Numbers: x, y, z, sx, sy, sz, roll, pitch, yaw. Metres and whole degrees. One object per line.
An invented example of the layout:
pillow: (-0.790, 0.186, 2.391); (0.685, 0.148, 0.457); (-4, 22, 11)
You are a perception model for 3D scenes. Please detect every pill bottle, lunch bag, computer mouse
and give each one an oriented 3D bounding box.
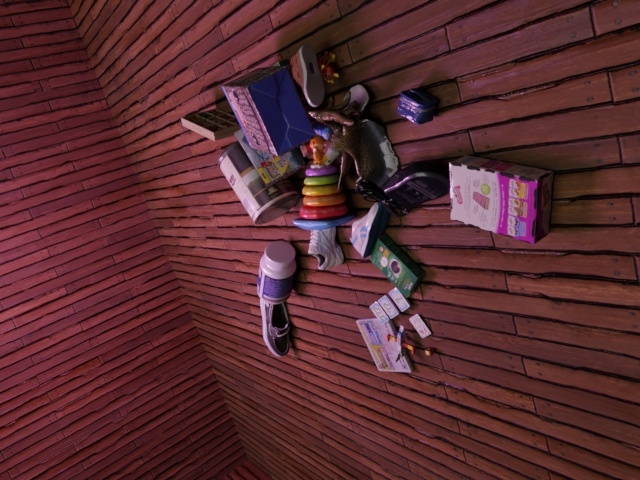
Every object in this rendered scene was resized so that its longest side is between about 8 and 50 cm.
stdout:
pill bottle: (-0.182, 0.134, 2.206); (0.153, 0.153, 0.264); (46, 144, 27)
lunch bag: (0.242, -0.346, 1.328); (0.098, 0.067, 0.065); (42, 142, 33)
computer mouse: (0.240, -0.154, 1.425); (0.189, 0.072, 0.272); (29, 154, -27)

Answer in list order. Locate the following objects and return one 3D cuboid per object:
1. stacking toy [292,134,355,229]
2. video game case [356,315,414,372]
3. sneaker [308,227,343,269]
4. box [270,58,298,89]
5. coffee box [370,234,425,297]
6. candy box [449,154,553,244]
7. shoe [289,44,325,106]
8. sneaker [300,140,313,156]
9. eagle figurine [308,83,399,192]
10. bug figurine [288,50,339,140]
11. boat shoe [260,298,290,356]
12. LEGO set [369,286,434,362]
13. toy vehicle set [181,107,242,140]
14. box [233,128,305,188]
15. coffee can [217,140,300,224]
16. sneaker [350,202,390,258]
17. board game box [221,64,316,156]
stacking toy: (0.003, -0.195, 1.729); (0.175, 0.166, 0.301); (3, 104, 38)
video game case: (0.231, 0.376, 1.901); (0.193, 0.023, 0.212); (-20, 96, 58)
sneaker: (0.000, 0.000, 1.880); (0.090, 0.115, 0.232); (-9, 105, 57)
box: (-0.153, -0.534, 1.794); (0.179, 0.043, 0.105); (-8, 107, 55)
coffee box: (0.240, 0.081, 1.661); (0.184, 0.041, 0.113); (46, 145, 27)
candy box: (0.419, -0.102, 1.241); (0.234, 0.071, 0.159); (24, 131, 45)
shoe: (-0.040, -0.467, 1.524); (0.081, 0.064, 0.177); (-11, 91, 61)
sneaker: (-0.033, -0.316, 1.785); (0.118, 0.067, 0.042); (-126, 12, -82)
eagle figurine: (0.088, -0.273, 1.535); (0.298, 0.225, 0.226); (48, -152, -41)
bug figurine: (-0.024, -0.449, 1.639); (0.216, 0.072, 0.278); (35, 139, 38)
boat shoe: (-0.204, 0.402, 2.457); (0.119, 0.121, 0.334); (12, 120, 57)
LEGO set: (0.266, 0.295, 1.742); (0.244, 0.060, 0.182); (55, 141, 9)
toy vehicle set: (-0.422, -0.469, 2.112); (0.267, 0.166, 0.035); (30, 135, 42)
box: (-0.180, -0.323, 1.870); (0.233, 0.159, 0.044); (58, 174, 10)
coffee can: (-0.232, -0.226, 1.977); (0.275, 0.202, 0.201); (57, 148, 10)
sneaker: (0.149, -0.044, 1.663); (0.092, 0.088, 0.228); (49, 143, 26)
board game box: (-0.169, -0.414, 1.672); (0.291, 0.141, 0.232); (32, 150, 62)
